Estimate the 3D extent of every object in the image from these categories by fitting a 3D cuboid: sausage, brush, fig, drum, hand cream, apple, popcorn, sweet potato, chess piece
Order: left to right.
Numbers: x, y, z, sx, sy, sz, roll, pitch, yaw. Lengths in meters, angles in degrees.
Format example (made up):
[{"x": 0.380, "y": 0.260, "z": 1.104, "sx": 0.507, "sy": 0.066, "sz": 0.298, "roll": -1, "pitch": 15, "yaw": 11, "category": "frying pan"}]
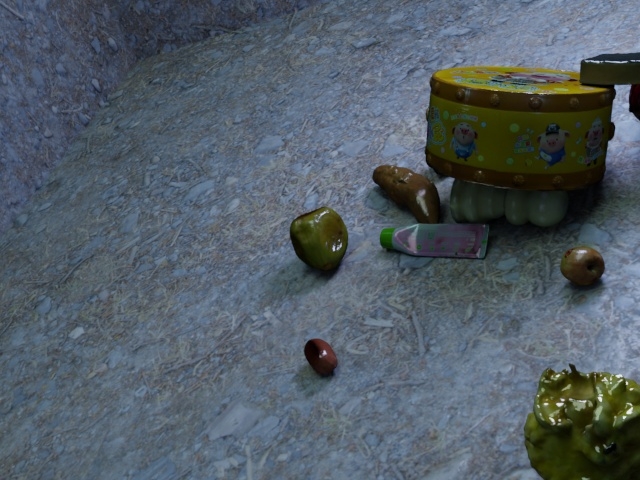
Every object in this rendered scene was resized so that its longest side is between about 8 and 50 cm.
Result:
[{"x": 0.000, "y": 0.000, "z": 2.117, "sx": 0.154, "sy": 0.144, "sz": 0.166, "roll": -50, "pitch": 48, "yaw": 26, "category": "fig"}, {"x": 0.001, "y": 0.250, "z": 1.838, "sx": 0.059, "sy": 0.054, "sz": 0.094, "roll": -61, "pitch": 32, "yaw": 13, "category": "sausage"}, {"x": 0.231, "y": -0.127, "z": 2.172, "sx": 0.106, "sy": 0.095, "sz": 0.355, "roll": -60, "pitch": 33, "yaw": 16, "category": "sweet potato"}, {"x": 0.268, "y": -0.004, "z": 2.009, "sx": 0.275, "sy": 0.079, "sz": 0.050, "roll": 2, "pitch": 8, "yaw": 35, "category": "hand cream"}, {"x": 0.440, "y": -0.090, "z": 1.948, "sx": 0.251, "sy": 0.144, "sz": 0.144, "roll": 10, "pitch": 47, "yaw": 35, "category": "chess piece"}, {"x": 0.448, "y": -0.268, "z": 1.949, "sx": 0.430, "sy": 0.214, "sz": 0.431, "roll": 2, "pitch": 20, "yaw": -1, "category": "drum"}, {"x": 0.529, "y": 0.050, "z": 1.723, "sx": 0.084, "sy": 0.084, "sz": 0.071, "roll": -30, "pitch": 16, "yaw": -6, "category": "apple"}, {"x": 0.427, "y": 0.301, "z": 1.340, "sx": 0.218, "sy": 0.189, "sz": 0.169, "roll": -24, "pitch": 30, "yaw": 2, "category": "popcorn"}, {"x": 0.665, "y": -0.370, "z": 1.818, "sx": 0.197, "sy": 0.059, "sz": 0.123, "roll": 7, "pitch": 24, "yaw": 42, "category": "brush"}]

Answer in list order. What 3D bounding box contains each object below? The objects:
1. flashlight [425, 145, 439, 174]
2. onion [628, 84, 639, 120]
[{"x": 0.397, "y": -0.250, "z": 2.239, "sx": 0.231, "sy": 0.093, "sz": 0.093, "roll": -20, "pitch": 33, "yaw": 5, "category": "flashlight"}, {"x": 0.845, "y": -0.338, "z": 1.899, "sx": 0.313, "sy": 0.232, "sz": 0.314, "roll": -8, "pitch": 25, "yaw": 4, "category": "onion"}]
